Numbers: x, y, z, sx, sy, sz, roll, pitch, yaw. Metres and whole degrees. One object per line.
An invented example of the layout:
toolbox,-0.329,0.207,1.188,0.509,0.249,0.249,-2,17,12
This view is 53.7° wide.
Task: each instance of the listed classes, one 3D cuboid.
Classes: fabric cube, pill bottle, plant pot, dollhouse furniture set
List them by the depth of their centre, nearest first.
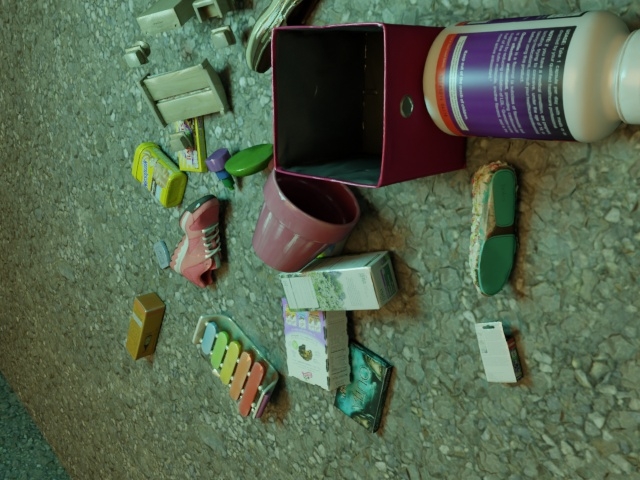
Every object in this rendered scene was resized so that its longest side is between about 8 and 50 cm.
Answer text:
pill bottle,0.327,-0.239,0.938,0.323,0.181,0.181,13,111,43
fabric cube,0.093,-0.246,1.119,0.259,0.258,0.254,15,112,42
plant pot,-0.047,-0.038,1.310,0.201,0.201,0.180,51,126,22
dollhouse furniture set,-0.290,-0.436,1.596,0.303,0.174,0.355,-7,127,22

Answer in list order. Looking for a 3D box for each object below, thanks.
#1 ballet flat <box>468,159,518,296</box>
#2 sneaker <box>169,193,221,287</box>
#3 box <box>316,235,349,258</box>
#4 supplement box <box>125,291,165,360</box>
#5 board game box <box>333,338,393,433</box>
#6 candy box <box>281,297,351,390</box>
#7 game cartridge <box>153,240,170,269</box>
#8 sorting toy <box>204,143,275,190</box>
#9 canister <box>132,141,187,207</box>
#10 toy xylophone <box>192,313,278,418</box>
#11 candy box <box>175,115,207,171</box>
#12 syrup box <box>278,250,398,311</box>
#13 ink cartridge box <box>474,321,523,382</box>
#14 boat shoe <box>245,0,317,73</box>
ballet flat,0.301,-0.023,1.117,0.077,0.091,0.241,-137,49,-68
sneaker,-0.310,0.007,1.726,0.136,0.116,0.314,41,135,17
box,0.000,0.000,1.438,0.109,0.042,0.178,43,128,27
supplement box,-0.579,0.284,2.082,0.080,0.078,0.233,41,127,30
board game box,0.096,0.334,1.453,0.126,0.026,0.186,28,121,37
candy box,-0.011,0.232,1.477,0.165,0.070,0.196,5,101,52
game cartridge,-0.491,0.044,1.967,0.056,0.017,0.083,-23,85,50
sorting toy,-0.130,-0.148,1.502,0.365,0.127,0.126,8,131,42
canister,-0.466,-0.189,1.832,0.170,0.073,0.126,42,128,27
toy xylophone,-0.235,0.359,1.755,0.322,0.081,0.236,36,125,33
candy box,-0.356,-0.291,1.724,0.105,0.027,0.206,10,109,46
syrup box,0.037,0.090,1.354,0.237,0.096,0.093,-7,106,34
ink cartridge box,0.331,0.204,1.176,0.063,0.029,0.115,-12,92,47
boat shoe,-0.077,-0.453,1.349,0.095,0.095,0.257,47,130,17
